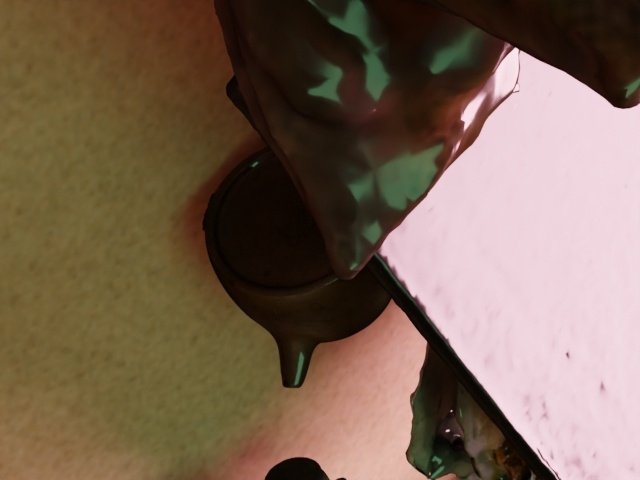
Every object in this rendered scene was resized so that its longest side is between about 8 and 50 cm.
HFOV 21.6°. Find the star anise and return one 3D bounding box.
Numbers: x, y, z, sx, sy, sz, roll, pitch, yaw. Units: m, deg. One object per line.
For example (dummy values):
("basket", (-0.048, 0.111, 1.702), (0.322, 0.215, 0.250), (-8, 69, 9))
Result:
("star anise", (0.022, -0.143, 0.452), (0.108, 0.315, 0.315), (0, 116, -24))

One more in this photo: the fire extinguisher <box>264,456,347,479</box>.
("fire extinguisher", (-0.046, 0.171, 0.715), (0.252, 0.106, 0.075), (-31, 144, -26))

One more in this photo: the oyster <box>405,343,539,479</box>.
("oyster", (0.102, -0.015, 0.724), (0.198, 0.112, 0.267), (10, 95, -48))

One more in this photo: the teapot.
("teapot", (0.000, 0.000, 0.682), (0.068, 0.076, 0.121), (61, 40, -56))

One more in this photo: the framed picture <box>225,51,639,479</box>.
("framed picture", (0.126, -0.087, 0.660), (0.255, 0.014, 0.338), (50, 60, -30))
